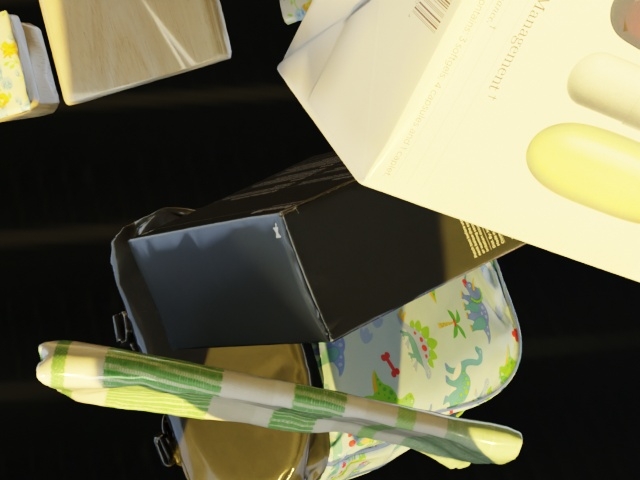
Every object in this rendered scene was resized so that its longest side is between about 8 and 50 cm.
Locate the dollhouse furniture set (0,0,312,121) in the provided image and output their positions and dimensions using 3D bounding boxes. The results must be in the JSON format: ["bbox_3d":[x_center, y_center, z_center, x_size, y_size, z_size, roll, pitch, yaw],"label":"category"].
[{"bbox_3d":[-0.173,-0.292,1.247,0.362,0.394,0.256,-15,178,17],"label":"dollhouse furniture set"}]

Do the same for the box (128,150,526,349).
[{"bbox_3d":[0.000,0.000,1.439,0.184,0.103,0.261,-23,-173,-28],"label":"box"}]

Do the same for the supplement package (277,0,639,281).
[{"bbox_3d":[0.124,-0.109,0.965,0.203,0.194,0.149,18,-159,-27],"label":"supplement package"}]

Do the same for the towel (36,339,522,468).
[{"bbox_3d":[-0.036,0.120,1.391,0.324,0.248,0.038,12,-98,-3],"label":"towel"}]

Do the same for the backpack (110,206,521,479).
[{"bbox_3d":[0.017,0.088,1.790,0.355,0.273,0.290,12,-126,-63],"label":"backpack"}]
